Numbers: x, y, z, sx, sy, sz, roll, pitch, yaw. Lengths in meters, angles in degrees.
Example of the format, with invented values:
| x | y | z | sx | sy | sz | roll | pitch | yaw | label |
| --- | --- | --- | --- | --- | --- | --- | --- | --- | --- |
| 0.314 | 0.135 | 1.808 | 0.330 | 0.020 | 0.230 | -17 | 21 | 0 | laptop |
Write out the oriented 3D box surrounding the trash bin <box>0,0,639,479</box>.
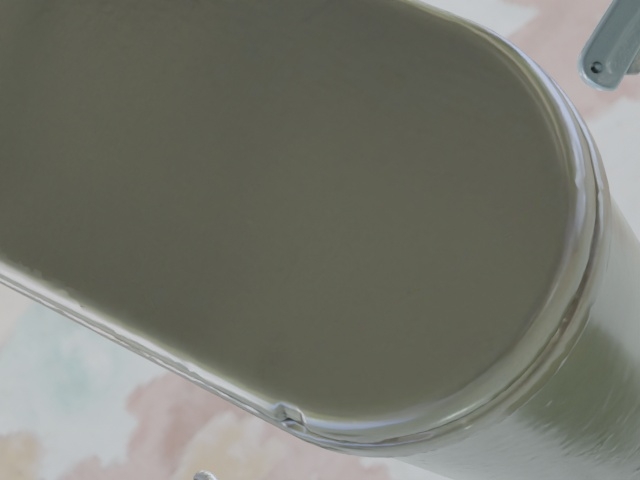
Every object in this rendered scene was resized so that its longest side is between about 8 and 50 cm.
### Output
| x | y | z | sx | sy | sz | roll | pitch | yaw | label |
| --- | --- | --- | --- | --- | --- | --- | --- | --- | --- |
| 0.000 | 0.000 | 0.593 | 0.243 | 0.247 | 0.121 | 25 | -96 | 24 | trash bin |

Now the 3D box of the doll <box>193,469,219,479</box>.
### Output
| x | y | z | sx | sy | sz | roll | pitch | yaw | label |
| --- | --- | --- | --- | --- | --- | --- | --- | --- | --- |
| -0.061 | 0.185 | 0.948 | 0.162 | 0.062 | 0.106 | 25 | -109 | 43 | doll |

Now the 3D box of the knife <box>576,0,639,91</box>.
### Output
| x | y | z | sx | sy | sz | roll | pitch | yaw | label |
| --- | --- | --- | --- | --- | --- | --- | --- | --- | --- |
| 0.233 | -0.174 | 1.234 | 0.162 | 0.044 | 0.023 | -57 | 179 | 6 | knife |
